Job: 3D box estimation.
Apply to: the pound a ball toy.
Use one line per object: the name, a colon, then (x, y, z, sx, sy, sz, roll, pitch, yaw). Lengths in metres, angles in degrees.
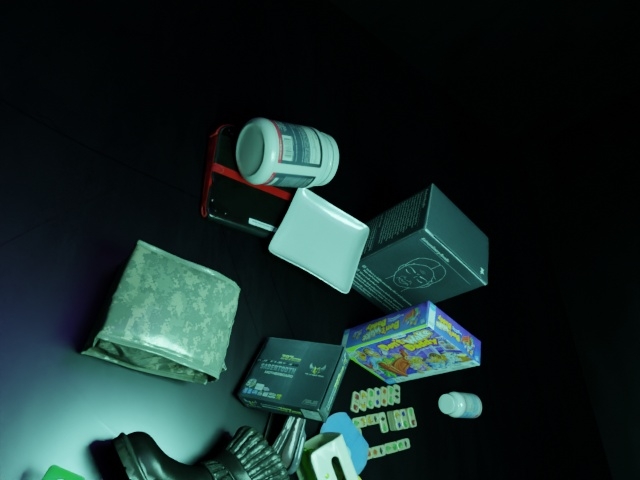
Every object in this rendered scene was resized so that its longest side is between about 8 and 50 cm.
pound a ball toy: (0.075, 0.637, 1.091, 0.135, 0.208, 0.319, -16, 79, -33)

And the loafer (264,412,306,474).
loafer: (-0.083, 0.423, 1.160, 0.095, 0.109, 0.303, 27, 54, -25)

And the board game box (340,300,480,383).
board game box: (0.258, 0.316, 1.358, 0.233, 0.347, 0.078, 37, 48, -22)

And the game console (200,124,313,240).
game console: (-0.182, -0.163, 1.435, 0.386, 0.060, 0.342, 19, 61, -34)

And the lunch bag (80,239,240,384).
lunch bag: (-0.330, 0.171, 1.017, 0.287, 0.169, 0.235, 26, 51, -25)

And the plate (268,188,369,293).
plate: (0.000, 0.000, 1.421, 0.278, 0.045, 0.277, 30, 53, -10)

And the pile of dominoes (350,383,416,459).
pile of dominoes: (0.196, 0.549, 1.396, 0.251, 0.040, 0.196, 9, 62, -41)

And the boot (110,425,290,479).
boot: (-0.238, 0.468, 0.943, 0.260, 0.131, 0.348, -37, 106, -35)

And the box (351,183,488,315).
box: (0.299, 0.051, 1.508, 0.293, 0.395, 0.212, 39, 46, -21)

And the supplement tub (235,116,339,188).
supplement tub: (-0.098, -0.257, 1.374, 0.272, 0.191, 0.191, -1, 68, -42)

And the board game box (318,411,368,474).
board game box: (0.056, 0.569, 1.260, 0.133, 0.033, 0.169, -34, 88, -42)

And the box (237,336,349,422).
box: (-0.065, 0.338, 1.132, 0.183, 0.232, 0.059, -60, 142, -43)

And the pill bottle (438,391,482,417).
pill bottle: (0.497, 0.586, 1.623, 0.160, 0.087, 0.087, 18, 56, -35)

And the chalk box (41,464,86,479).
chalk box: (-0.464, 0.478, 0.721, 0.132, 0.132, 0.213, 24, 49, -1)
